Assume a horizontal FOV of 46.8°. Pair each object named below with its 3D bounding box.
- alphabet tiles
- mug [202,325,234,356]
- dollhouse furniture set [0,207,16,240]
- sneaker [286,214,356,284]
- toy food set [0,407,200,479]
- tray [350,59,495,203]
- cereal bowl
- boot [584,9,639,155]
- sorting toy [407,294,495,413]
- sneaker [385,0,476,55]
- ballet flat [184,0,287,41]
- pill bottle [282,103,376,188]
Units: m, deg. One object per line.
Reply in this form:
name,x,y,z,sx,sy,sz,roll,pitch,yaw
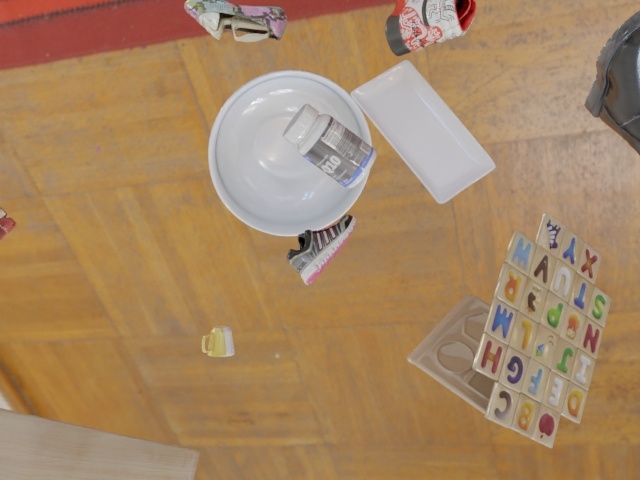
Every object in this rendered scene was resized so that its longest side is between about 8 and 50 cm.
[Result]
alphabet tiles,0.366,0.145,1.189,0.285,0.343,0.011,30,162,-33
mug,-0.230,0.231,1.696,0.062,0.078,0.064,1,91,12
dollhouse furniture set,-0.919,-0.095,1.850,0.374,0.152,0.201,37,162,30
sneaker,0.000,0.000,1.326,0.074,0.170,0.063,37,148,7
toy food set,-0.214,0.236,0.518,0.092,0.220,0.306,3,161,30
tray,0.187,-0.200,1.369,0.270,0.145,0.030,53,159,11
cereal bowl,-0.067,-0.188,1.547,0.338,0.141,0.339,-2,107,-7
boot,0.736,-0.210,1.444,0.146,0.445,0.367,-35,159,0
sorting toy,0.283,0.201,1.264,0.208,0.193,0.038,30,143,29
sneaker,0.210,-0.438,1.330,0.144,0.270,0.090,-10,133,28
ballet flat,-0.181,-0.453,1.533,0.221,0.079,0.077,8,164,3
pill bottle,0.014,-0.150,1.165,0.137,0.078,0.078,35,127,-14
